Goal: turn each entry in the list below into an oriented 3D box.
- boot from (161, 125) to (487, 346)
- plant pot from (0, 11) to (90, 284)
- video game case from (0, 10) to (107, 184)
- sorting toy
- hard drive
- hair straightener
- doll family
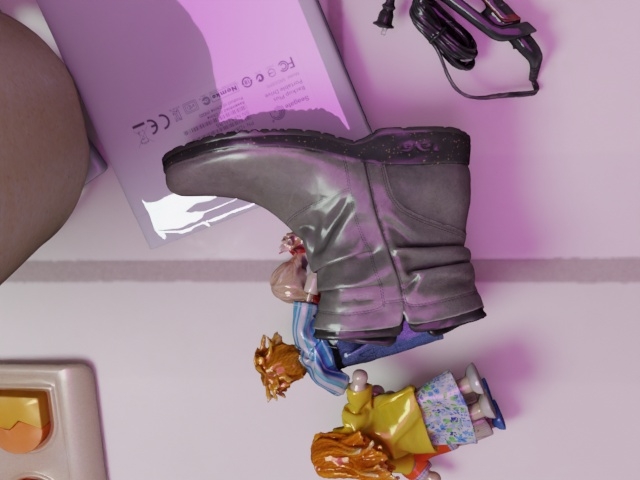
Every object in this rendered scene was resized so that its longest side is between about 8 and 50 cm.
[{"bbox_3d":[0.000,0.000,0.744,0.246,0.083,0.161,-1,86,6],"label":"boot"},{"bbox_3d":[-0.325,-0.052,0.694,0.333,0.305,0.334,2,105,9],"label":"plant pot"},{"bbox_3d":[-0.313,-0.097,0.858,0.183,0.023,0.201,-32,98,13],"label":"video game case"},{"bbox_3d":[-0.306,0.208,0.920,0.208,0.038,0.193,-2,103,8],"label":"sorting toy"},{"bbox_3d":[-0.108,-0.176,0.801,0.210,0.040,0.319,-21,100,12],"label":"hard drive"},{"bbox_3d":[0.084,-0.190,0.777,0.230,0.047,0.089,44,105,-8],"label":"hair straightener"},{"bbox_3d":[0.037,0.104,0.806,0.163,0.118,0.263,-23,97,10],"label":"doll family"}]
